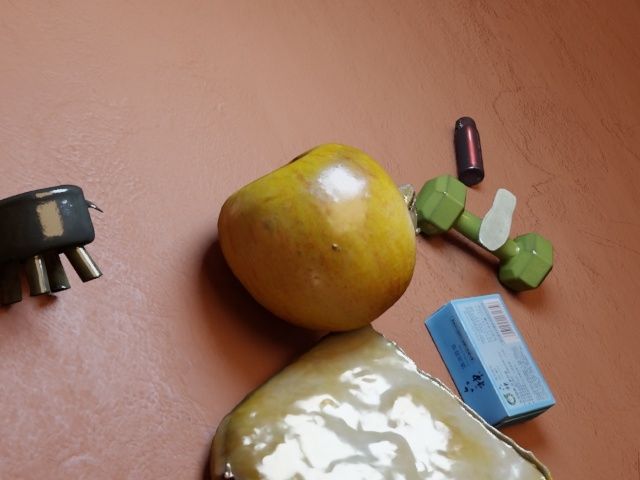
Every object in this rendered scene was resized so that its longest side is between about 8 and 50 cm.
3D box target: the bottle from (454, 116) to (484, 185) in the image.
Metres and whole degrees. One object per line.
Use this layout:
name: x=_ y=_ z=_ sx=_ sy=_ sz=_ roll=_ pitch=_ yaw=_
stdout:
bottle: x=0.313 y=-0.195 z=2.377 sx=0.060 sy=0.060 sz=0.164 roll=25 pitch=43 yaw=-25

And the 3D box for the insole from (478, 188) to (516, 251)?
insole: x=0.339 y=-0.039 z=2.133 sx=0.063 sy=0.010 sz=0.192 roll=40 pitch=41 yaw=-8

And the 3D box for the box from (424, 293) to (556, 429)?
box: x=0.302 y=0.217 z=1.998 sx=0.142 sy=0.083 sz=0.232 roll=-4 pitch=62 yaw=-45

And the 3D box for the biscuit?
biscuit: x=0.069 y=0.330 z=1.566 sx=0.429 sy=0.104 sz=0.446 roll=35 pitch=44 yaw=23

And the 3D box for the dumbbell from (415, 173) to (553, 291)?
dumbbell: x=0.318 y=-0.011 z=2.185 sx=0.302 sy=0.121 sz=0.108 roll=32 pitch=71 yaw=-19

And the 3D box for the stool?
stool: x=-0.402 y=0.011 z=1.501 sx=0.153 sy=0.227 sz=0.139 roll=107 pitch=-33 yaw=-89

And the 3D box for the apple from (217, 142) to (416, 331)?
apple: x=0.000 y=0.000 z=1.745 sx=0.275 sy=0.299 sz=0.299 roll=58 pitch=37 yaw=-11

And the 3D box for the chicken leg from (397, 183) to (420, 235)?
chicken leg: x=0.117 y=-0.079 z=2.087 sx=0.125 sy=0.080 sz=0.196 roll=-3 pitch=58 yaw=-29
